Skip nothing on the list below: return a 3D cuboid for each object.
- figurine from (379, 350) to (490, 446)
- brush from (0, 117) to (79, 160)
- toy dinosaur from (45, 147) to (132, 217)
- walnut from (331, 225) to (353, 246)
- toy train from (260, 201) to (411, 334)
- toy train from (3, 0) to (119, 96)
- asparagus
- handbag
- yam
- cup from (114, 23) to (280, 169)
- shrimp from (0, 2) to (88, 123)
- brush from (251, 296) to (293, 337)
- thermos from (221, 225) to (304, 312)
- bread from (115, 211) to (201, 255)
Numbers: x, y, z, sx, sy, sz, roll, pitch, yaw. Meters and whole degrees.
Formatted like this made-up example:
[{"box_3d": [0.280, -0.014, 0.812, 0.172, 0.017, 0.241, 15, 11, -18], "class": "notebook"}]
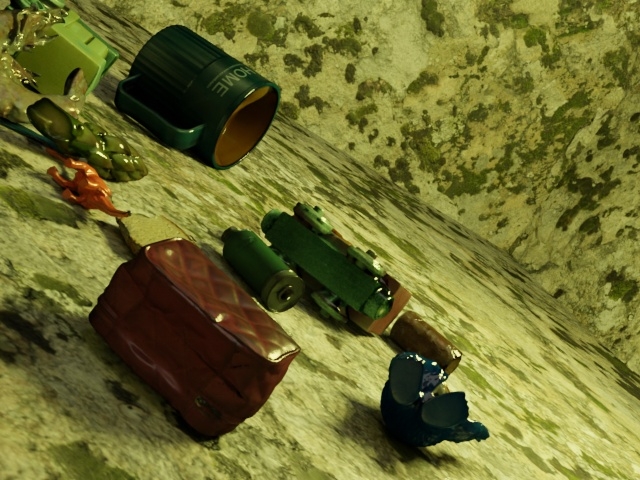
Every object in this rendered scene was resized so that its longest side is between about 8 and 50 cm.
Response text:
[{"box_3d": [0.154, 0.250, 1.429, 0.164, 0.121, 0.262, 49, 0, 27], "class": "figurine"}, {"box_3d": [-0.474, -0.175, 1.576, 0.164, 0.014, 0.051, 26, 13, -34], "class": "brush"}, {"box_3d": [-0.369, -0.092, 1.456, 0.279, 0.055, 0.101, 42, 4, 36], "class": "toy dinosaur"}, {"box_3d": [0.000, 0.000, 2.068, 0.143, 0.069, 0.170, 29, 12, -22], "class": "walnut"}, {"box_3d": [0.024, 0.052, 1.789, 0.304, 0.150, 0.221, 38, 2, 23], "class": "toy train"}, {"box_3d": [-0.557, -0.409, 1.951, 0.253, 0.160, 0.397, 39, 11, -16], "class": "toy train"}, {"box_3d": [-0.375, -0.153, 1.587, 0.080, 0.080, 0.287, 42, 5, 28], "class": "asparagus"}, {"box_3d": [-0.145, 0.110, 1.080, 0.225, 0.135, 0.146, 41, 12, 9], "class": "handbag"}, {"box_3d": [0.202, 0.203, 1.817, 0.141, 0.079, 0.079, 40, 13, 27], "class": "yam"}, {"box_3d": [-0.301, -0.325, 2.234, 0.292, 0.308, 0.242, 38, -20, 15], "class": "cup"}, {"box_3d": [-0.504, -0.313, 1.649, 0.247, 0.085, 0.360, 39, 32, -16], "class": "shrimp"}, {"box_3d": [-0.144, 0.107, 1.379, 0.103, 0.013, 0.272, 41, 14, 28], "class": "brush"}, {"box_3d": [-0.104, 0.040, 1.606, 0.083, 0.073, 0.188, 20, 19, -48], "class": "thermos"}, {"box_3d": [-0.250, 0.003, 1.431, 0.126, 0.044, 0.129, 14, 26, -42], "class": "bread"}]
